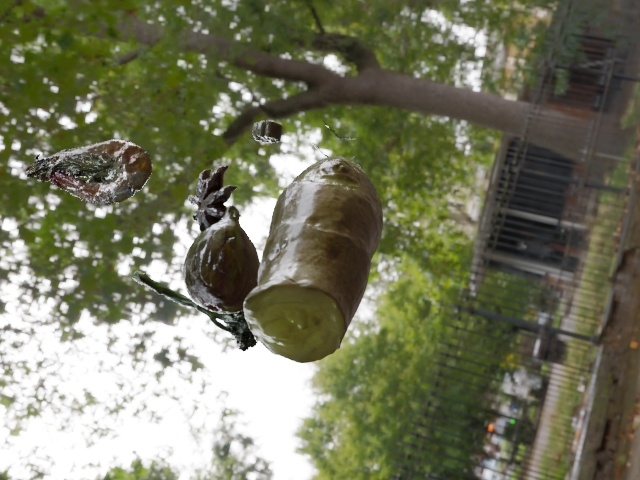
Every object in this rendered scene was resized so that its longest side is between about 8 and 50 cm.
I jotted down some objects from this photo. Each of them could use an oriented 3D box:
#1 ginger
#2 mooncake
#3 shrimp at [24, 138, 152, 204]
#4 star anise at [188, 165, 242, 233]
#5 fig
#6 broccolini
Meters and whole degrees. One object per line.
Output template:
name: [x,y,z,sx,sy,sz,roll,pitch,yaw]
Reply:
ginger: [0.000,0.000,0.775,0.109,0.116,0.263,49,-151,-18]
mooncake: [-0.034,-0.176,1.398,0.347,0.150,0.057,-123,36,-79]
shrimp: [-0.318,-0.094,1.145,0.042,0.190,0.101,68,-153,-58]
star anise: [-0.179,-0.060,1.392,0.042,0.141,0.141,-1,-74,-41]
fig: [-0.129,0.023,1.166,0.103,0.109,0.155,125,161,-69]
broccolini: [-0.216,0.115,1.471,0.057,0.254,0.071,107,-173,-66]
